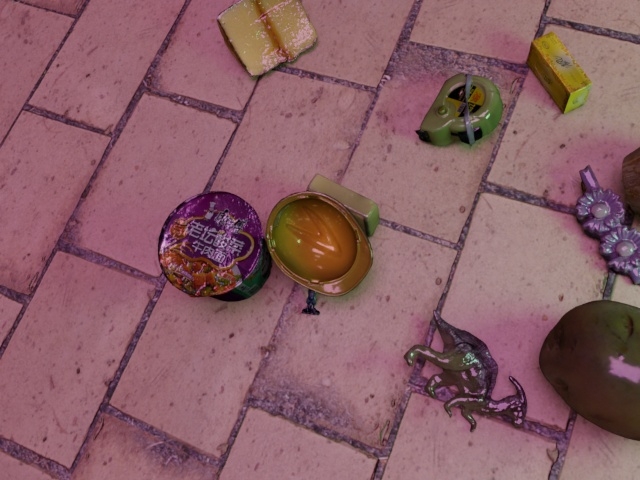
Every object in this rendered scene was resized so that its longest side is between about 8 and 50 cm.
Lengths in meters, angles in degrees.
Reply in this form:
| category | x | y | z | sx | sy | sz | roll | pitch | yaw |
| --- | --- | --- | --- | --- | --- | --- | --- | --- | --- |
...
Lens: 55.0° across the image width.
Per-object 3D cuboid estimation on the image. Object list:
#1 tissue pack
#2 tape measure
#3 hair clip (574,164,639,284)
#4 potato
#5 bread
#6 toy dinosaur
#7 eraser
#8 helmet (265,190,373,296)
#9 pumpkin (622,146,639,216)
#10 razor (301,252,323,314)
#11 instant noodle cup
| category | x | y | z | sx | sy | sz | roll | pitch | yaw |
| --- | --- | --- | --- | --- | --- | --- | --- | --- | --- |
| tissue pack | 0.577 | -0.407 | 1.495 | 0.062 | 0.095 | 0.176 | -25 | 69 | 1 |
| tape measure | 0.355 | -0.319 | 1.505 | 0.175 | 0.106 | 0.200 | 21 | 74 | 31 |
| hair clip | 0.645 | -0.029 | 1.368 | 0.106 | 0.084 | 0.292 | -29 | 72 | 19 |
| potato | 0.602 | 0.256 | 1.187 | 0.326 | 0.221 | 0.243 | 30 | 45 | 17 |
| bread | -0.135 | -0.575 | 1.671 | 0.240 | 0.135 | 0.178 | -33 | 68 | -4 |
| toy dinosaur | 0.307 | 0.292 | 1.320 | 0.162 | 0.077 | 0.294 | -37 | 83 | -8 |
| eraser | 0.056 | -0.084 | 1.474 | 0.172 | 0.117 | 0.058 | 28 | 74 | 19 |
| helmet | 0.000 | 0.000 | 1.428 | 0.257 | 0.140 | 0.205 | 42 | 99 | -1 |
| pumpkin | 0.735 | -0.126 | 1.351 | 0.110 | 0.217 | 0.217 | 4 | 67 | 53 |
| razor | -0.012 | 0.099 | 1.470 | 0.044 | 0.028 | 0.154 | 6 | 73 | 13 |
| instant noodle cup | -0.230 | 0.032 | 1.449 | 0.251 | 0.190 | 0.251 | -3 | 71 | 10 |
